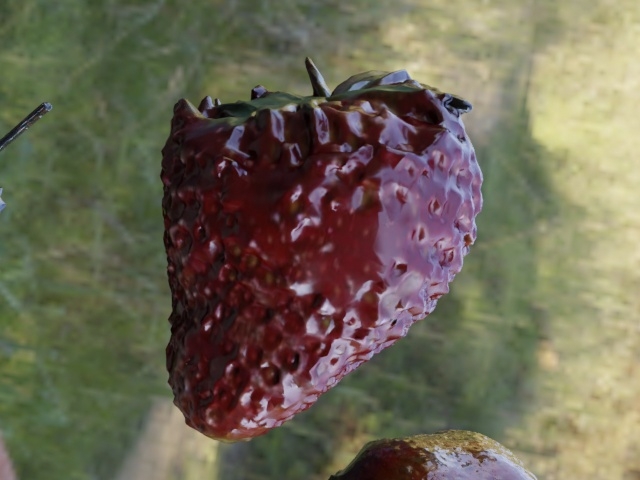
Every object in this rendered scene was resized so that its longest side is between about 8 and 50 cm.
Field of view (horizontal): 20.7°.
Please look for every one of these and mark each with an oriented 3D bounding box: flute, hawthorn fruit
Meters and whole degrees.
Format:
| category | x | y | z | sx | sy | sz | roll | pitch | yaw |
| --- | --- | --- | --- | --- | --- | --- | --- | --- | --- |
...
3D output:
| category | x | y | z | sx | sy | sz | roll | pitch | yaw |
| --- | --- | --- | --- | --- | --- | --- | --- | --- | --- |
| flute | -0.408 | -0.104 | 2.155 | 0.269 | 0.014 | 0.014 | -33 | -154 | 40 |
| hawthorn fruit | 0.128 | 0.315 | 1.562 | 0.254 | 0.300 | 0.254 | -33 | 148 | -25 |

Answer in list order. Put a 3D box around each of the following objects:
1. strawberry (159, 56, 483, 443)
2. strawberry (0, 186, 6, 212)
| category | x | y | z | sx | sy | sz | roll | pitch | yaw |
| --- | --- | --- | --- | --- | --- | --- | --- | --- | --- |
| strawberry | -0.004 | 0.000 | 1.271 | 0.261 | 0.261 | 0.257 | -43 | 126 | -74 |
| strawberry | -0.400 | 0.025 | 1.494 | 0.288 | 0.238 | 0.250 | -61 | 178 | 2 |
